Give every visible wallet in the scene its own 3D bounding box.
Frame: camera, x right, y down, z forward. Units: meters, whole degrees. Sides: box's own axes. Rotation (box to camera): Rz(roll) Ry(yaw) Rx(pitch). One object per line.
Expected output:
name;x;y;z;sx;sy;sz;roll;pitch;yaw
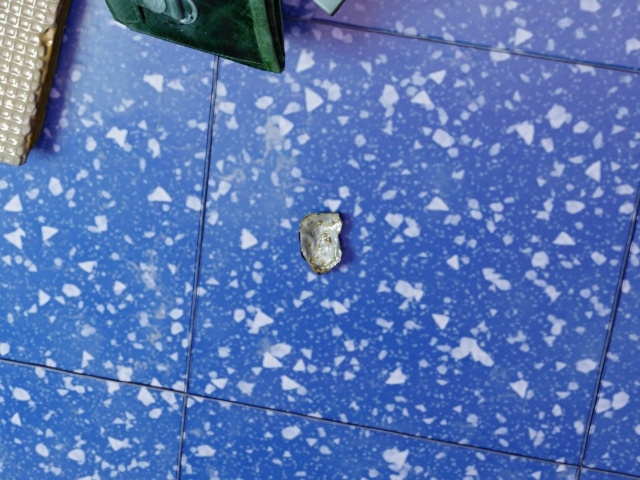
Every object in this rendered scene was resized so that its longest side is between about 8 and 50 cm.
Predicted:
wallet;-0.145;-0.269;1.471;0.236;0.055;0.160;22;143;28

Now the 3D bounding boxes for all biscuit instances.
biscuit;-0.331;-0.270;1.564;0.094;0.054;0.378;18;112;1

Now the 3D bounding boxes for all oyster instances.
oyster;0.000;0.003;1.632;0.054;0.019;0.083;4;109;7

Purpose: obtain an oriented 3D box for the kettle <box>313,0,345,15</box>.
kettle;-0.041;-0.355;1.439;0.236;0.161;0.221;38;143;-6
